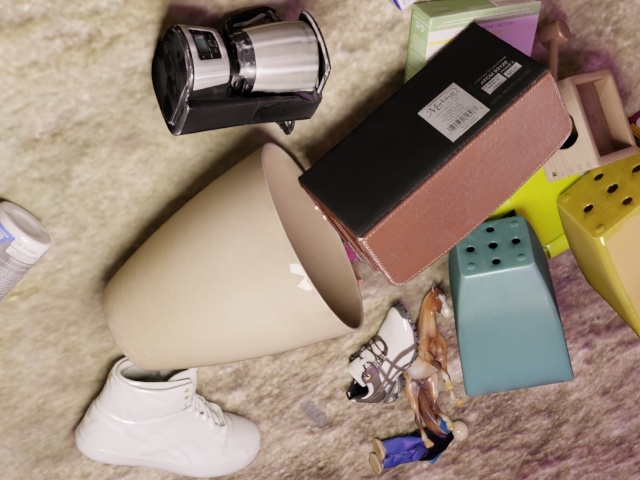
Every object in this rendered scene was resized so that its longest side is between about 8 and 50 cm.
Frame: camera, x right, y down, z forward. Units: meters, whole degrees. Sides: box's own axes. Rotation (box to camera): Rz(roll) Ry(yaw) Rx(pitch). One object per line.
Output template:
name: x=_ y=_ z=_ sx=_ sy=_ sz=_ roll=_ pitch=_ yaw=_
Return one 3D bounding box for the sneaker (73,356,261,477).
sneaker: x=-0.185 y=0.243 z=1.561 sx=0.292 sy=0.108 sz=0.169 roll=10 pitch=123 yaw=-35

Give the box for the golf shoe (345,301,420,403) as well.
golf shoe: x=0.093 y=0.185 z=1.707 sx=0.093 sy=0.077 sz=0.198 roll=-8 pitch=128 yaw=-26

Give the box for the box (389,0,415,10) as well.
box: x=0.110 y=-0.363 z=1.266 sx=0.137 sy=0.072 sz=0.126 roll=-37 pitch=136 yaw=-1

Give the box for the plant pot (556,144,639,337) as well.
plant pot: x=0.476 y=-0.017 z=1.610 sx=0.212 sy=0.212 sz=0.187 roll=-39 pitch=119 yaw=7

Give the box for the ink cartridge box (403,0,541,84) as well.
ink cartridge box: x=0.192 y=-0.211 z=1.458 sx=0.171 sy=0.056 sz=0.235 roll=-13 pitch=129 yaw=-23

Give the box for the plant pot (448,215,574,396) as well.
plant pot: x=0.273 y=0.088 z=1.631 sx=0.165 sy=0.166 sz=0.234 roll=-11 pitch=134 yaw=9

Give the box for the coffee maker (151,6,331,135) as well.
coffee maker: x=-0.096 y=-0.176 z=1.260 sx=0.178 sy=0.120 sz=0.171 roll=-10 pitch=130 yaw=-24

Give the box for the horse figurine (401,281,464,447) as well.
horse figurine: x=0.175 y=0.214 z=1.740 sx=0.066 sy=0.174 sz=0.263 roll=-10 pitch=142 yaw=-13

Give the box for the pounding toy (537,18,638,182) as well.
pounding toy: x=0.325 y=-0.190 z=1.493 sx=0.094 sy=0.206 sz=0.181 roll=-19 pitch=180 yaw=43

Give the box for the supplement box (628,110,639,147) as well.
supplement box: x=0.516 y=-0.176 z=1.682 sx=0.083 sy=0.055 sz=0.043 roll=-36 pitch=136 yaw=-2

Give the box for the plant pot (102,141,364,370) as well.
plant pot: x=-0.124 y=0.053 z=1.367 sx=0.274 sy=0.256 sz=0.256 roll=-27 pitch=137 yaw=13

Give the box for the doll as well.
doll: x=0.181 y=0.355 z=1.922 sx=0.189 sy=0.046 sz=0.129 roll=-10 pitch=131 yaw=-24

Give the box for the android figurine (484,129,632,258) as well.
android figurine: x=0.365 y=-0.080 z=1.671 sx=0.272 sy=0.056 sz=0.248 roll=-30 pitch=135 yaw=-4

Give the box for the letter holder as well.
letter holder: x=0.163 y=-0.080 z=1.382 sx=0.302 sy=0.152 sz=0.214 roll=-41 pitch=136 yaw=-3

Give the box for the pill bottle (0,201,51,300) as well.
pill bottle: x=-0.388 y=0.028 z=1.278 sx=0.137 sy=0.078 sz=0.078 roll=-46 pitch=135 yaw=9

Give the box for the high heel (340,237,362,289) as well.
high heel: x=0.000 y=0.000 z=1.505 sx=0.117 sy=0.082 sz=0.244 roll=-11 pitch=137 yaw=-16
